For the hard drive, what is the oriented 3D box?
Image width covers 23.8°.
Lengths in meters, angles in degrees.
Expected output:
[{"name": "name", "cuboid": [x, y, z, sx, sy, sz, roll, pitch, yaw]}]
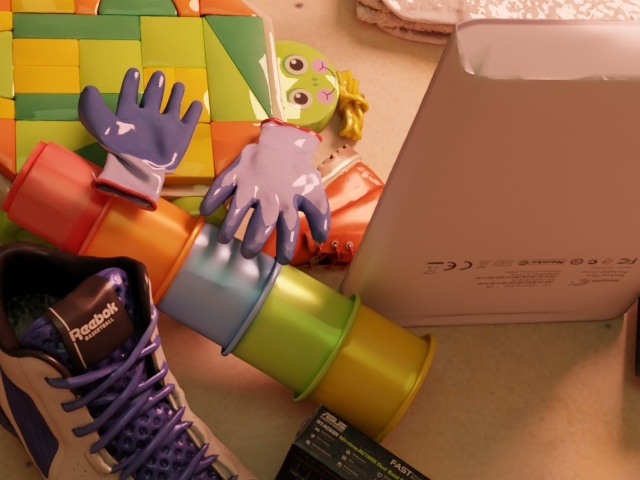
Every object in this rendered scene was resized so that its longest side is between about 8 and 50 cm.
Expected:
[{"name": "hard drive", "cuboid": [0.160, -0.033, 1.042, 0.233, 0.353, 0.047, -1, 64, -12]}]

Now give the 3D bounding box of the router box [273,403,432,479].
[{"name": "router box", "cuboid": [0.031, 0.176, 1.057, 0.122, 0.092, 0.038, 35, 61, 7]}]

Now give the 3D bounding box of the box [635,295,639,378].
[{"name": "box", "cuboid": [0.370, 0.047, 1.202, 0.233, 0.059, 0.183, 15, 61, -9]}]

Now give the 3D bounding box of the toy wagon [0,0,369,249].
[{"name": "toy wagon", "cuboid": [-0.128, -0.124, 1.196, 0.345, 0.068, 0.267, -1, 63, -12]}]

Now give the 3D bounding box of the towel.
[{"name": "towel", "cuboid": [0.171, -0.248, 1.333, 0.282, 0.049, 0.187, 7, 62, -8]}]

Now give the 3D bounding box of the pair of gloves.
[{"name": "pair of gloves", "cuboid": [-0.084, -0.057, 1.088, 0.198, 0.023, 0.159, 19, 37, -7]}]

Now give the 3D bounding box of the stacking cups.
[{"name": "stacking cups", "cuboid": [-0.073, 0.028, 1.086, 0.316, 0.096, 0.096, 32, 61, -4]}]

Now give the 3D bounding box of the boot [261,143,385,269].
[{"name": "boot", "cuboid": [0.000, 0.000, 1.165, 0.084, 0.059, 0.158, 44, 62, 7]}]

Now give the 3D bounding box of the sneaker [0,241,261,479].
[{"name": "sneaker", "cuboid": [-0.139, 0.118, 1.002, 0.127, 0.182, 0.315, -37, 75, -24]}]
